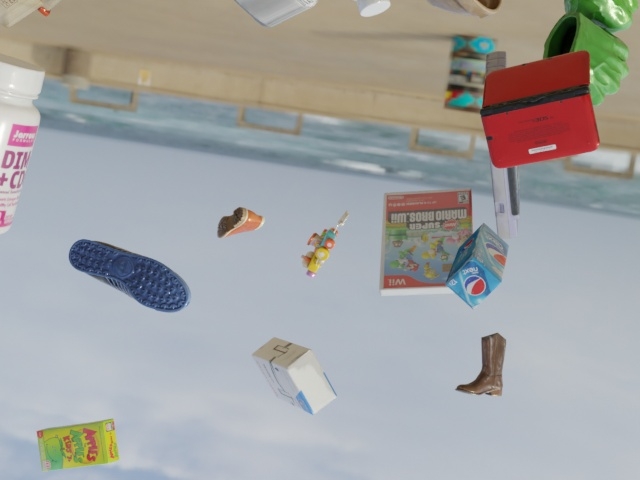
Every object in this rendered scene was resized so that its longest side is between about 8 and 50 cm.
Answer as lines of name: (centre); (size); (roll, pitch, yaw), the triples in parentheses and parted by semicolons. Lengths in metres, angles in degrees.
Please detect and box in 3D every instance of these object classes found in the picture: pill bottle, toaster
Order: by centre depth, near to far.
pill bottle: (-0.558, -0.165, 1.504); (0.160, 0.283, 0.160); (18, -169, -4)
toaster: (-0.094, -0.526, 1.824); (0.146, 0.129, 0.227); (-10, 144, 40)
pill bottle: (0.116, -0.693, 2.398); (0.112, 0.187, 0.112); (-17, 173, -2)

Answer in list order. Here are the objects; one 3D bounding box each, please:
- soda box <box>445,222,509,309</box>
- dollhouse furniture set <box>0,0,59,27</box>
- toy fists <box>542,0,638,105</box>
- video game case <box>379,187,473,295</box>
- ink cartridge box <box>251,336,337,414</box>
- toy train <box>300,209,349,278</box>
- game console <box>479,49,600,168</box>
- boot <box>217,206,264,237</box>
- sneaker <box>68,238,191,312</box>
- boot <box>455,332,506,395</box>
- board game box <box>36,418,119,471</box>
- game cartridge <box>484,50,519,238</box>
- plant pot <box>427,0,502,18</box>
soda box: (0.277, 0.042, 1.597); (0.067, 0.071, 0.210); (42, -158, -1)
dollhouse furniture set: (-0.396, -0.435, 1.276); (0.135, 0.259, 0.262); (-22, 138, 28)
toy fists: (0.448, -0.355, 1.507); (0.142, 0.279, 0.096); (25, 156, -27)
video game case: (0.237, -0.001, 2.025); (0.204, 0.285, 0.025); (-3, 140, 10)
ink cartridge box: (-0.068, 0.335, 2.276); (0.086, 0.148, 0.203); (-36, -161, -23)
toy train: (0.000, 0.000, 1.727); (0.046, 0.125, 0.166); (26, 155, -3)
game console: (0.294, -0.173, 1.215); (0.144, 0.124, 0.085); (-10, -166, 26)
boot: (-0.217, -0.039, 2.456); (0.084, 0.059, 0.158); (13, 156, -35)
sneaker: (-0.316, 0.059, 1.570); (0.232, 0.081, 0.090); (25, 179, 13)
boot: (0.289, 0.220, 1.640); (0.106, 0.114, 0.037); (7, 177, -33)
board game box: (-0.538, 0.454, 2.020); (0.181, 0.092, 0.043); (-12, 174, 21)
game cartridge: (0.403, -0.206, 2.006); (0.068, 0.355, 0.230); (-6, -143, 11)
plant pot: (0.257, -0.540, 1.810); (0.110, 0.237, 0.237); (-20, 167, 34)
